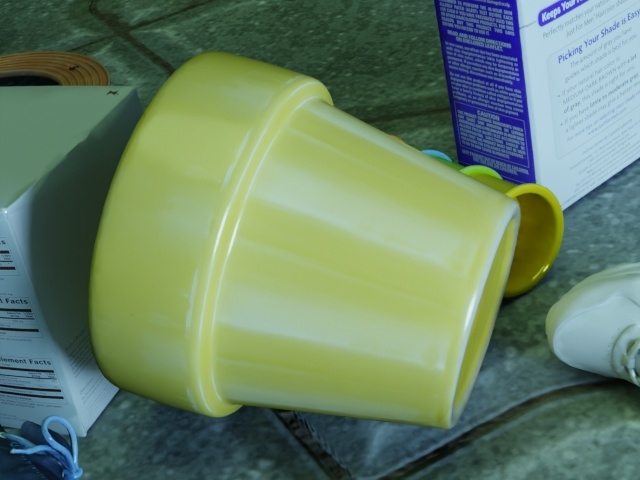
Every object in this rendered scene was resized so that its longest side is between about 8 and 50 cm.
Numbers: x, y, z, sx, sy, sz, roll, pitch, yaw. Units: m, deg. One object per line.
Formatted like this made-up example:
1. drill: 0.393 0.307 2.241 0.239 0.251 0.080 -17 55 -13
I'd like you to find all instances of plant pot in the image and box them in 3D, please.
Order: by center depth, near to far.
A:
1. plant pot: 0.002 0.019 0.805 0.239 0.254 0.254 17 39 15

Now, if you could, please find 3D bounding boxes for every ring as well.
1. ring: -0.416 -0.146 1.390 0.336 0.032 0.336 -8 32 5

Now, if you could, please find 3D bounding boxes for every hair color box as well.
1. hair color box: 0.197 -0.208 0.988 0.185 0.339 0.110 -32 37 -29

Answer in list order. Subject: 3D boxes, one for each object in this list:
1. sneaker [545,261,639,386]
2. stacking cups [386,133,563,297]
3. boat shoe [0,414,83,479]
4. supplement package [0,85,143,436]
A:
1. sneaker: 0.255 0.081 0.751 0.232 0.090 0.115 5 39 26
2. stacking cups: 0.065 -0.043 1.016 0.096 0.096 0.316 -30 33 -26
3. boat shoe: -0.204 0.153 0.771 0.089 0.109 0.258 -31 38 -34
4. supplement package: -0.227 0.009 0.913 0.149 0.203 0.194 3 34 22
